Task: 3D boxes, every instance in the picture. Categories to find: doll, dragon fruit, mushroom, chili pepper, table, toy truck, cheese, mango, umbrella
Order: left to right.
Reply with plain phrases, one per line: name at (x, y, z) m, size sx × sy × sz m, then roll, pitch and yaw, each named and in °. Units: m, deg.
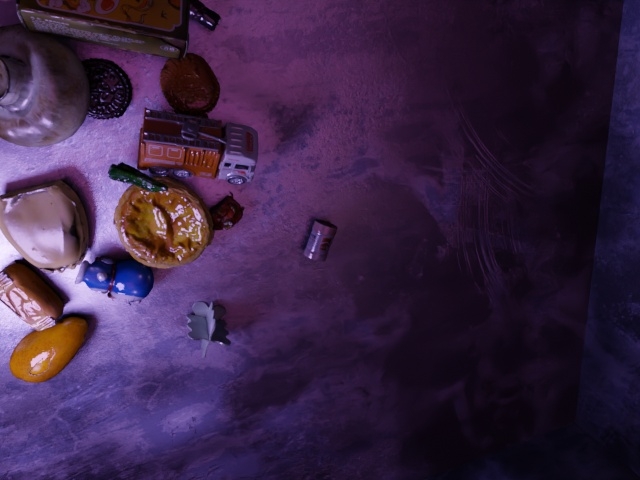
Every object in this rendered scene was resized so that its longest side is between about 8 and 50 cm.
mushroom at (-0.838, -0.436, 1.253) m, size 0.353 × 0.260 × 0.351 m, roll 2°, pitch 100°, yaw 12°
cheese at (-0.907, -0.036, 1.470) m, size 0.260 × 0.128 × 0.315 m, roll -16°, pitch 110°, yaw -1°
mango at (-0.960, 0.388, 1.564) m, size 0.290 × 0.191 × 0.159 m, roll -40°, pitch 123°, yaw -7°
doll at (-0.722, 0.141, 1.547) m, size 0.257 × 0.215 × 0.160 m, roll 11°, pitch 85°, yaw -28°
chili pepper at (-0.580, -0.198, 1.432) m, size 0.227 × 0.088 × 0.059 m, roll 20°, pitch 117°, yaw 22°
umbrella at (-0.465, -0.771, 1.374) m, size 0.326 × 0.090 × 0.094 m, roll 24°, pitch 86°, yaw -22°
toy truck at (-0.396, -0.312, 1.459) m, size 0.388 × 0.207 × 0.173 m, roll 4°, pitch 72°, yaw -21°
table at (-0.436, 0.345, 1.708) m, size 0.167 × 0.198 × 0.166 m, roll -6°, pitch 109°, yaw -17°
dragon fruit at (-0.356, -0.096, 1.640) m, size 0.147 × 0.096 × 0.102 m, roll -38°, pitch 112°, yaw -5°

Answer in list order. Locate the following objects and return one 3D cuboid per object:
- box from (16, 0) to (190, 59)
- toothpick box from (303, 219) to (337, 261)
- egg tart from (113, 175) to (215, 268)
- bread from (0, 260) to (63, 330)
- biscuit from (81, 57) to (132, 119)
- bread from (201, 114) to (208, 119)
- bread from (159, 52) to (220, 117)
box at (-0.574, -0.733, 1.201) m, size 0.421 × 0.138 × 0.372 m, roll 2°, pitch 87°, yaw -23°
toothpick box at (0.000, 0.000, 1.788) m, size 0.099 × 0.098 × 0.148 m, roll 14°, pitch 104°, yaw -22°
egg tart at (-0.551, -0.065, 1.563) m, size 0.342 × 0.132 × 0.340 m, roll -4°, pitch 106°, yaw -14°
bread at (-0.999, 0.190, 1.506) m, size 0.107 × 0.136 × 0.241 m, roll -36°, pitch 116°, yaw -6°
biscuit at (-0.706, -0.486, 1.413) m, size 0.195 × 0.053 × 0.194 m, roll -5°, pitch 110°, yaw -16°
bread at (-0.417, -0.454, 1.529) m, size 0.047 × 0.036 × 0.083 m, roll -11°, pitch 110°, yaw -23°
bread at (-0.428, -0.510, 1.443) m, size 0.200 × 0.104 × 0.198 m, roll -1°, pitch 93°, yaw -12°
